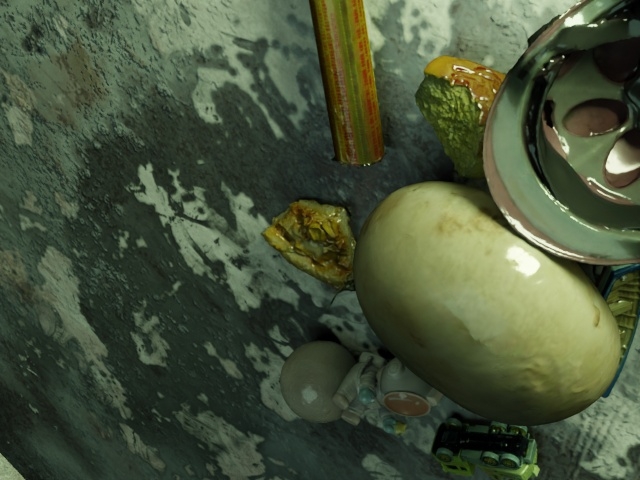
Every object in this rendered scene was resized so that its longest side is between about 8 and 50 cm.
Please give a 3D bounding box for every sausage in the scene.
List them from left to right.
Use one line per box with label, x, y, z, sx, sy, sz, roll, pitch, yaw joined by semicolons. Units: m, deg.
sausage;0.024;-0.277;0.976;0.082;0.082;0.371;8;123;31

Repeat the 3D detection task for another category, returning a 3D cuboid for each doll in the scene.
doll;0.074;0.242;1.266;0.287;0.151;0.150;-4;118;30

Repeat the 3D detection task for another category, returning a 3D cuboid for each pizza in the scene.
pizza;0.000;0.000;1.194;0.182;0.062;0.161;42;133;6

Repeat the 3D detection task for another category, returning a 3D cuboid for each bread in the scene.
bread;0.194;-0.154;0.906;0.156;0.125;0.086;60;147;18

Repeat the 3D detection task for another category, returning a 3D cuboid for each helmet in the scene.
helmet;0.345;-0.138;0.753;0.271;0.197;0.338;51;131;2

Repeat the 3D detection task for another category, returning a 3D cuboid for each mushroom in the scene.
mushroom;0.222;0.058;0.957;0.362;0.294;0.362;38;166;11

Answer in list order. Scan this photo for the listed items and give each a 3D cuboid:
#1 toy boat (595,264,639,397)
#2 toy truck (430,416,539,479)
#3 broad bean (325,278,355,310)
toy boat;0.387;0.119;1.004;0.046;0.080;0.228;49;152;49
toy truck;0.278;0.355;1.237;0.169;0.077;0.100;-7;129;35
broad bean;0.170;0.140;1.164;0.318;0.056;0.098;28;118;8
